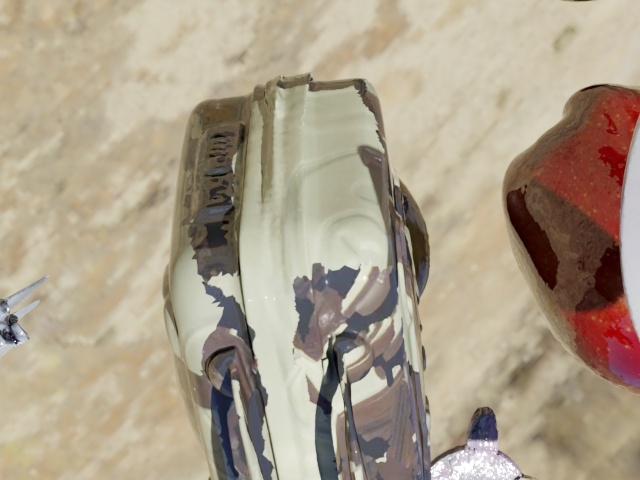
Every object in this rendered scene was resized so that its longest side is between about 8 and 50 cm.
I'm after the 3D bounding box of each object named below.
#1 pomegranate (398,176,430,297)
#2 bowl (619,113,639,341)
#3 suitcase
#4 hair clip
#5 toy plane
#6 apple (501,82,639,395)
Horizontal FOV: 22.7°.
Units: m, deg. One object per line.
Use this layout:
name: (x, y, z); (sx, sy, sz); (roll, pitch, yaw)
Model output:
pomegranate: (0.000, 0.000, 1.687); (0.248, 0.248, 0.248); (-41, 160, -18)
bowl: (0.346, -0.019, 1.103); (0.287, 0.144, 0.287); (-11, 106, -44)
suitcase: (-0.020, 0.085, 1.194); (0.194, 0.339, 0.351); (-6, 127, 4)
hair clip: (0.128, 0.264, 1.479); (0.187, 0.146, 0.056); (-41, -166, 8)
toy plane: (-0.435, 0.119, 2.043); (0.212, 0.088, 0.267); (-41, -178, -4)
apple: (0.341, -0.002, 1.630); (0.288, 0.317, 0.288); (-31, 153, -18)
